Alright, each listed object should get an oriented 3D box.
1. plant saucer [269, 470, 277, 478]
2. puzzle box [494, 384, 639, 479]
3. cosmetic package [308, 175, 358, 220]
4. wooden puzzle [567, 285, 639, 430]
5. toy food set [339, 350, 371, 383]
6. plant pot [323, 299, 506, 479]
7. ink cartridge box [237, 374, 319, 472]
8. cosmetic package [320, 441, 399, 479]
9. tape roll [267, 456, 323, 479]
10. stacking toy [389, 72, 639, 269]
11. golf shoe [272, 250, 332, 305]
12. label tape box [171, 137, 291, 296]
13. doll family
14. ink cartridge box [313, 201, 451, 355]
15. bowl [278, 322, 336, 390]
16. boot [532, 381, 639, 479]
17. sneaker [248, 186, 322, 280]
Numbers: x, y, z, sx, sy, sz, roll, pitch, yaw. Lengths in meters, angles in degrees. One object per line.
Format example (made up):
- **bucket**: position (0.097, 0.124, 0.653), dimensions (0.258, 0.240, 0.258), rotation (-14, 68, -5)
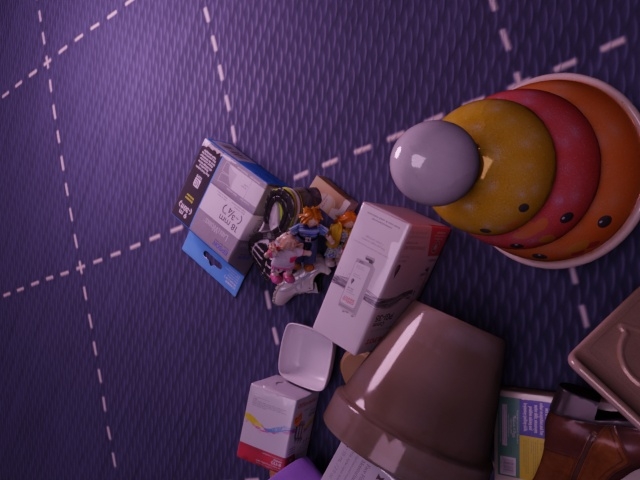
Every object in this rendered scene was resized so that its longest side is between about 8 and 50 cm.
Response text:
- **plant saucer**: position (-0.094, 0.559, 1.412), dimensions (0.083, 0.015, 0.083), rotation (-31, 47, 41)
- **puzzle box**: position (0.463, 0.485, 1.064), dimensions (0.272, 0.052, 0.409), rotation (0, 89, 32)
- **cosmetic package**: position (0.025, -0.095, 1.344), dimensions (0.115, 0.041, 0.060), rotation (40, 110, 25)
- **wooden puzzle**: position (0.600, 0.202, 0.881), dimensions (0.348, 0.080, 0.322), rotation (-36, 66, -18)
- **toy food set**: position (0.097, 0.290, 1.283), dimensions (0.132, 0.038, 0.192), rotation (21, 117, 34)
- **plant pot**: position (0.205, 0.276, 1.097), dimensions (0.323, 0.323, 0.280), rotation (22, 88, 30)
- **ink cartridge box**: position (-0.097, 0.423, 1.354), dimensions (0.127, 0.128, 0.176), rotation (12, 93, 24)
- **cosmetic package**: position (0.123, 0.504, 1.214), dimensions (0.183, 0.151, 0.151), rotation (33, 107, 27)
- **tape roll**: position (-0.104, 0.608, 1.281), dimensions (0.090, 0.275, 0.275), rotation (45, 111, 24)
- **stacking toy**: position (0.271, -0.109, 0.915), dimensions (0.350, 0.480, 0.350), rotation (6, 99, 46)
- **golf shoe**: position (-0.044, 0.106, 1.374), dimensions (0.086, 0.069, 0.176), rotation (46, 113, 17)
- **label tape box**: position (-0.255, -0.054, 1.480), dimensions (0.240, 0.106, 0.334), rotation (37, 108, 27)
- **doll family**: position (0.000, 0.000, 1.262), dimensions (0.163, 0.263, 0.118), rotation (106, 158, -44)
- **ink cartridge box**: position (0.128, 0.076, 1.183), dimensions (0.117, 0.207, 0.283), rotation (29, 105, 31)
- **bowl**: position (-0.025, 0.271, 1.366), dimensions (0.142, 0.053, 0.142), rotation (14, 97, 30)
- **boot**: position (0.486, 0.416, 0.966), dimensions (0.264, 0.096, 0.280), rotation (16, 100, 27)
- **sneaker**: position (-0.079, -0.013, 1.357), dimensions (0.111, 0.121, 0.300), rotation (57, 141, 23)
